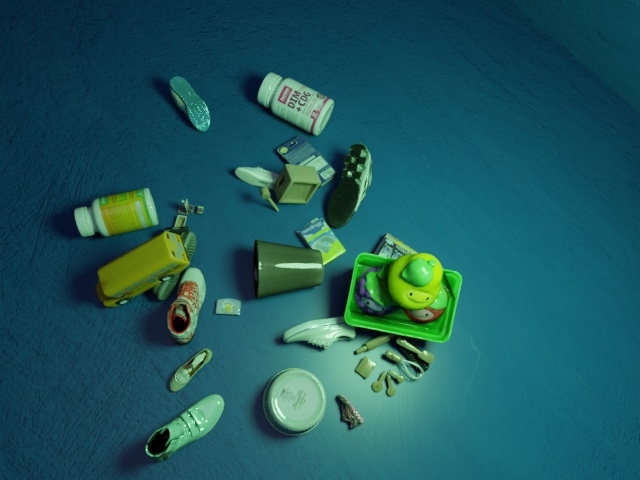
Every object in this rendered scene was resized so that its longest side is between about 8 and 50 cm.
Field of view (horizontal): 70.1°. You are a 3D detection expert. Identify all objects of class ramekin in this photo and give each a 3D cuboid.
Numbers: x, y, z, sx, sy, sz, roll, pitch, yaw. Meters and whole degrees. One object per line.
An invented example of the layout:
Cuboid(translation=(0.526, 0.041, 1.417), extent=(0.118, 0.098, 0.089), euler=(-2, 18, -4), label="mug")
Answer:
Cuboid(translation=(-0.078, 0.506, 1.440), extent=(0.207, 0.109, 0.207), euler=(3, 67, -8), label="ramekin")

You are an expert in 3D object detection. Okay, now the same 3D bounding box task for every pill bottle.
Cuboid(translation=(-0.699, -0.090, 1.570), extent=(0.246, 0.136, 0.136), euler=(-15, 71, -15), label="pill bottle")
Cuboid(translation=(-0.102, -0.559, 1.859), extent=(0.283, 0.160, 0.160), euler=(28, 66, 3), label="pill bottle")

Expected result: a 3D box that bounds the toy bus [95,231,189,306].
Cuboid(translation=(-0.578, 0.098, 1.449), extent=(0.333, 0.130, 0.108), euler=(-27, 74, 12), label="toy bus")

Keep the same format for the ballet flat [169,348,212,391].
Cuboid(translation=(-0.418, 0.407, 1.454), extent=(0.057, 0.052, 0.168), euler=(41, 67, 8), label="ballet flat")

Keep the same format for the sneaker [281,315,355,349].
Cuboid(translation=(0.002, 0.320, 1.540), extent=(0.258, 0.094, 0.091), euler=(-10, 65, -14), label="sneaker")

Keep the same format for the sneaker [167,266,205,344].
Cuboid(translation=(-0.434, 0.197, 1.490), extent=(0.090, 0.145, 0.270), euler=(8, 66, -6), label="sneaker")

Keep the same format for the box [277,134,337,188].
Cuboid(translation=(-0.054, -0.310, 1.829), extent=(0.136, 0.036, 0.225), euler=(-36, 78, -21), label="box")

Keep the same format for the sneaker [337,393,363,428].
Cuboid(translation=(0.086, 0.559, 1.485), extent=(0.057, 0.047, 0.119), euler=(-36, 76, -10), label="sneaker")

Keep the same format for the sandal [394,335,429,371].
Cuboid(translation=(0.317, 0.378, 1.600), extent=(0.067, 0.040, 0.179), euler=(-31, 86, 6), label="sandal")

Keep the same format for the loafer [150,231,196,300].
Cuboid(translation=(-0.509, 0.075, 1.540), extent=(0.087, 0.094, 0.251), euler=(25, 80, 10), label="loafer")

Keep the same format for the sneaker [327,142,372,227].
Cuboid(translation=(0.133, -0.195, 1.772), extent=(0.122, 0.146, 0.330), euler=(20, 88, 28), label="sneaker")

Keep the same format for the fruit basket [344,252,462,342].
Cuboid(translation=(0.279, 0.172, 1.478), extent=(0.392, 0.392, 0.283), euler=(11, 91, -5), label="fruit basket")

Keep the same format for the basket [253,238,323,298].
Cuboid(translation=(-0.113, 0.099, 1.587), extent=(0.227, 0.154, 0.204), euler=(1, 85, -14), label="basket")

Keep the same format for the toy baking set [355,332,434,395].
Cuboid(translation=(0.249, 0.412, 1.565), extent=(0.256, 0.030, 0.197), euler=(-29, 83, -5), label="toy baking set")

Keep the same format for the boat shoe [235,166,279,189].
Cuboid(translation=(-0.235, -0.253, 1.762), extent=(0.184, 0.066, 0.063), euler=(13, 55, -3), label="boat shoe")

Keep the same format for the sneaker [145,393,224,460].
Cuboid(translation=(-0.393, 0.551, 1.344), extent=(0.256, 0.151, 0.094), euler=(-37, 76, -23), label="sneaker")

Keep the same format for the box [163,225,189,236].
Cuboid(translation=(-0.504, -0.015, 1.606), extent=(0.083, 0.052, 0.062), euler=(-5, 103, -11), label="box")

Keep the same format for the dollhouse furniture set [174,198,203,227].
Cuboid(translation=(-0.479, -0.088, 1.637), extent=(0.091, 0.081, 0.114), euler=(11, 66, -5), label="dollhouse furniture set")

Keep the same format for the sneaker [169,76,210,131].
Cuboid(translation=(-0.519, -0.537, 1.823), extent=(0.087, 0.092, 0.228), euler=(-33, 96, -23), label="sneaker")

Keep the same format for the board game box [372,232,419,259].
Cuboid(translation=(0.281, 0.074, 1.718), extent=(0.170, 0.048, 0.141), euler=(34, 64, 5), label="board game box")

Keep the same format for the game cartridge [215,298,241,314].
Cuboid(translation=(-0.317, 0.228, 1.568), extent=(0.083, 0.017, 0.056), euler=(4, 63, -8), label="game cartridge")

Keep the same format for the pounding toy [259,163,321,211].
Cuboid(translation=(-0.136, -0.198, 1.705), extent=(0.206, 0.181, 0.094), euler=(-1, 56, -33), label="pounding toy")

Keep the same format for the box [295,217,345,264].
Cuboid(translation=(0.000, 0.000, 1.705), extent=(0.109, 0.042, 0.178), euler=(-32, 77, -21), label="box")
